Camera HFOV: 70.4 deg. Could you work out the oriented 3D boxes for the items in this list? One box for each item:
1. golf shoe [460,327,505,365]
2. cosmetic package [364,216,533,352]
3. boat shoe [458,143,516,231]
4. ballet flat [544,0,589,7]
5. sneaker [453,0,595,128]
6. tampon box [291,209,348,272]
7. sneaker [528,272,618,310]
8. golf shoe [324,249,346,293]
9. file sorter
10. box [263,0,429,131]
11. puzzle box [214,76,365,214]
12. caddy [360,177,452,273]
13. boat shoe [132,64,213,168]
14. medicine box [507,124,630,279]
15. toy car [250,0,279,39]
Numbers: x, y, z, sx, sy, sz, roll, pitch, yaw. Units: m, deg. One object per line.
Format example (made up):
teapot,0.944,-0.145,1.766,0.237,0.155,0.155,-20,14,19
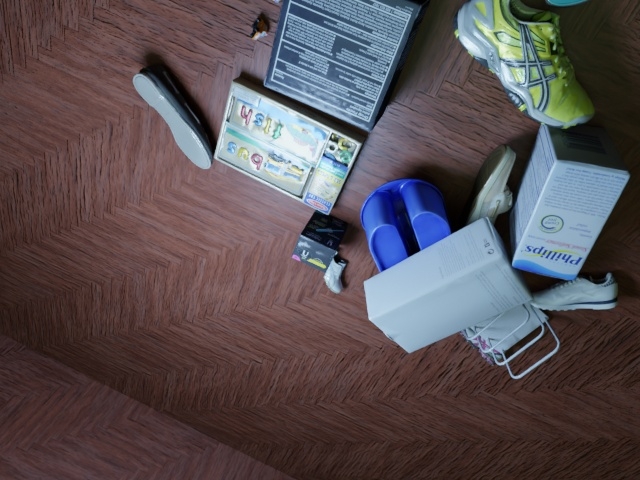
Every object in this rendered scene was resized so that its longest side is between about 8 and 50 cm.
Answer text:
golf shoe,0.544,0.333,1.531,0.186,0.067,0.086,42,99,-9
cosmetic package,0.335,0.134,1.234,0.385,0.156,0.217,-29,127,23
boat shoe,0.463,-0.119,1.220,0.098,0.109,0.302,14,132,4
ballet flat,0.579,-0.552,0.882,0.281,0.096,0.095,-22,111,31
sneaker,0.467,-0.396,0.984,0.385,0.145,0.147,38,145,-9
tampon box,0.000,0.000,1.432,0.121,0.161,0.101,25,128,3
sneaker,0.731,0.147,1.326,0.235,0.090,0.094,-9,105,22
golf shoe,0.052,0.105,1.548,0.086,0.069,0.176,-14,118,21
file sorter,0.540,0.245,1.371,0.278,0.173,0.193,39,112,-8
box,0.057,-0.469,1.076,0.296,0.182,0.294,25,127,5
puzzle box,-0.105,-0.273,1.353,0.409,0.052,0.272,26,128,2
caddy,0.257,-0.021,1.312,0.242,0.179,0.341,-18,130,13
boat shoe,-0.418,-0.377,1.378,0.112,0.095,0.335,-9,125,43
medicine box,0.570,-0.103,1.087,0.149,0.263,0.289,13,127,11
toy car,-0.136,-0.568,1.162,0.041,0.060,0.122,17,143,-32
